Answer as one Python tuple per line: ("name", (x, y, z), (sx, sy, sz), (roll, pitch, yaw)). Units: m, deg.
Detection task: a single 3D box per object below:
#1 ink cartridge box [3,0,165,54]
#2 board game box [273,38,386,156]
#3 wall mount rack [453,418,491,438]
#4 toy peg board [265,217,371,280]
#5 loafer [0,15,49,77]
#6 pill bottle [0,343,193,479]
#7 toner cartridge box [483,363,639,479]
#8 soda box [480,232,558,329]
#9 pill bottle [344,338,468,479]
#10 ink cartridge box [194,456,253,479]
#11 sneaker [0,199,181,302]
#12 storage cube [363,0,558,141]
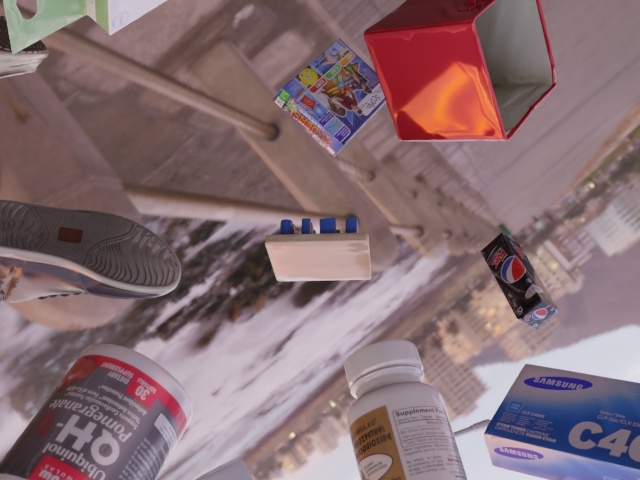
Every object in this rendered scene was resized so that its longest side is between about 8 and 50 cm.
("ink cartridge box", (-0.279, -0.326, 1.111), (0.235, 0.056, 0.171), (-43, 167, -28))
("board game box", (0.027, -0.240, 1.484), (0.035, 0.136, 0.201), (-46, -178, 46))
("wall mount rack", (0.203, 0.456, 1.750), (0.304, 0.130, 0.350), (-59, 168, -7))
("toy peg board", (0.000, 0.000, 1.459), (0.161, 0.079, 0.161), (-2, 155, 4))
("loafer", (-0.539, -0.284, 1.383), (0.092, 0.102, 0.268), (-50, 166, 29))
("pill bottle", (-0.308, 0.300, 1.119), (0.176, 0.176, 0.319), (-51, -173, 50))
("toner cartridge box", (0.430, 0.284, 1.296), (0.347, 0.075, 0.165), (5, -143, 38))
("soda box", (0.336, 0.067, 1.520), (0.060, 0.169, 0.053), (28, 118, -37))
("pill bottle", (0.105, 0.252, 1.155), (0.131, 0.229, 0.131), (-10, 149, -6))
("ink cartridge box", (-0.156, 0.421, 1.230), (0.092, 0.160, 0.219), (-15, 158, -47))
("sneaker", (-0.266, 0.028, 0.972), (0.118, 0.222, 0.083), (119, -16, -53))
("storage cube", (0.210, -0.272, 1.325), (0.193, 0.215, 0.184), (4, -142, 42))
